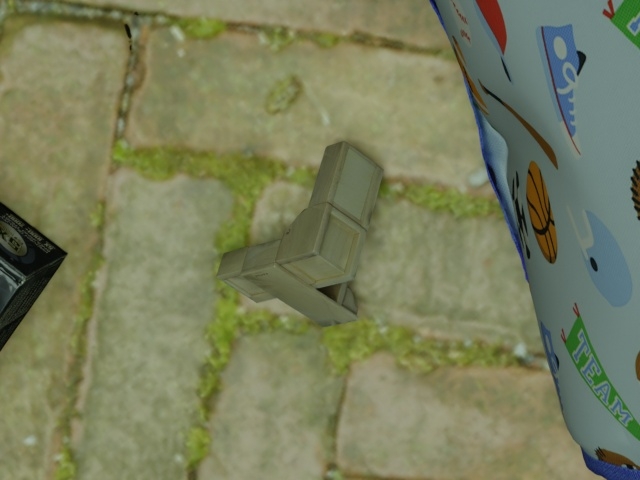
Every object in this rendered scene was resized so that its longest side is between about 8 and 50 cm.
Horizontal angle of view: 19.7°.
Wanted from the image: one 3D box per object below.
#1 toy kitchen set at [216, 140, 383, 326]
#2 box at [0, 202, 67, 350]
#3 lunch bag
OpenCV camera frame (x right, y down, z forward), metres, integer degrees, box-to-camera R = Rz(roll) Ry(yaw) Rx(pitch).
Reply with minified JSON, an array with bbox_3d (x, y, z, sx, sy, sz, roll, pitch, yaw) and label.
[{"bbox_3d":[0.000,0.000,1.056,0.068,0.075,0.083,35,148,-33],"label":"toy kitchen set"},{"bbox_3d":[-0.265,0.040,1.088,0.147,0.077,0.180,38,105,3],"label":"box"},{"bbox_3d":[0.203,-0.056,0.860,0.239,0.385,0.328,-22,95,-27],"label":"lunch bag"}]
